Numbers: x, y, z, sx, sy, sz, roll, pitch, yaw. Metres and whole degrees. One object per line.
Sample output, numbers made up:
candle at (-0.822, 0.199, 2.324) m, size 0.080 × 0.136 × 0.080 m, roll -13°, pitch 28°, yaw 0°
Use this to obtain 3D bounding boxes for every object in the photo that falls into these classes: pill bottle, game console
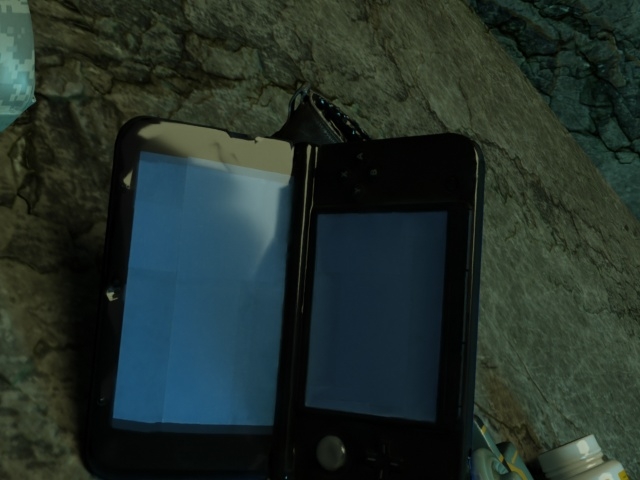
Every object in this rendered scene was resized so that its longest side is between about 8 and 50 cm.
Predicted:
pill bottle at (0.376, 0.376, 1.158) m, size 0.117 × 0.117 × 0.215 m, roll 3°, pitch 60°, yaw -54°
game console at (-0.025, 0.050, 0.671) m, size 0.173 × 0.250 × 0.293 m, roll 13°, pitch 79°, yaw -54°

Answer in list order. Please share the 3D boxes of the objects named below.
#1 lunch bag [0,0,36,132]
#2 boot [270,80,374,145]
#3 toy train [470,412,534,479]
lunch bag at (-0.346, -0.168, 0.528) m, size 0.256 × 0.212 × 0.305 m, roll 60°, pitch 31°, yaw 6°
boot at (0.000, 0.000, 0.853) m, size 0.263 × 0.229 × 0.091 m, roll 46°, pitch 29°, yaw -19°
toy train at (0.167, 0.299, 0.750) m, size 0.334 × 0.142 × 0.190 m, roll 59°, pitch 18°, yaw 7°
